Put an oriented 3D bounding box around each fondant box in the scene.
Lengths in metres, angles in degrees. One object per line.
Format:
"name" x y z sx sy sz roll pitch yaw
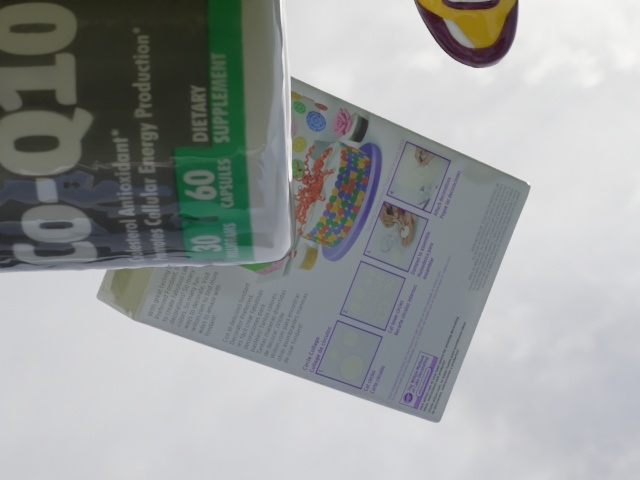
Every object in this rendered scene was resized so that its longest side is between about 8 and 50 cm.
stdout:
"fondant box" 0.000 0.000 1.478 0.096 0.330 0.238 21 -90 59

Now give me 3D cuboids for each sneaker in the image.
"sneaker" 0.081 -0.177 0.999 0.069 0.185 0.084 -10 -150 9

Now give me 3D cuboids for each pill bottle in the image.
"pill bottle" -0.198 -0.080 0.990 0.361 0.204 0.204 -3 -137 1
